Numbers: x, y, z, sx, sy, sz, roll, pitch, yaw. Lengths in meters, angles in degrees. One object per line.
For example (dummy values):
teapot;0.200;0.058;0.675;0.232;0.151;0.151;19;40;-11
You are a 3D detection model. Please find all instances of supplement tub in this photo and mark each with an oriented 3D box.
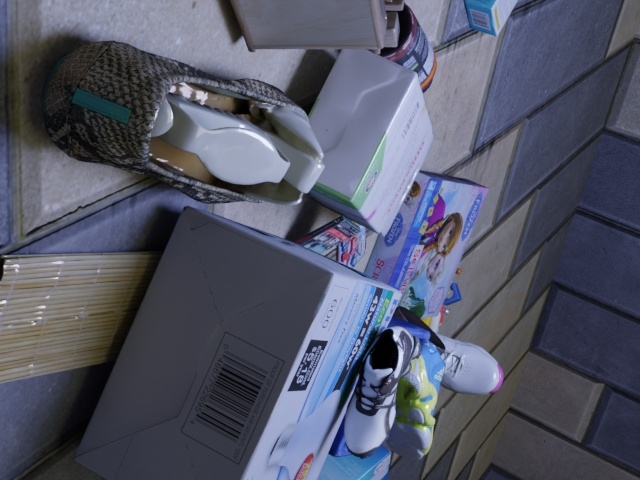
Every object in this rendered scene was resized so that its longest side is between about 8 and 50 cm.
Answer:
supplement tub;0.119;-0.289;1.445;0.106;0.106;0.198;-63;157;-4

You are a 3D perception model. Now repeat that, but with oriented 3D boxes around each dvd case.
dvd case;0.000;0.000;1.505;0.120;0.013;0.087;-30;160;13

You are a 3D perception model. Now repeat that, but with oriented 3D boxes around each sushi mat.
sushi mat;-0.277;0.083;1.089;0.317;0.019;0.151;-1;115;-64

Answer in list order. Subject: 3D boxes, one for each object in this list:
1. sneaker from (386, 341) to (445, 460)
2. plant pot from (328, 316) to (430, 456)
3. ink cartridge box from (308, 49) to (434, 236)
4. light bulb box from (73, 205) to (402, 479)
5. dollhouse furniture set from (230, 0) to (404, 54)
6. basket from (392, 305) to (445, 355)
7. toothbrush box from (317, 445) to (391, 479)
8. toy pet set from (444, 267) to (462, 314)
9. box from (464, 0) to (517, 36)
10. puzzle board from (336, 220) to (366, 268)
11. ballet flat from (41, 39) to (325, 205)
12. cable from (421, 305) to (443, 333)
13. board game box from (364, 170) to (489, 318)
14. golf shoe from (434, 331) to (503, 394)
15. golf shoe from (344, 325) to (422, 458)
sneaker;0.173;0.270;1.592;0.126;0.091;0.240;-46;149;-38
plant pot;0.026;0.216;1.611;0.235;0.212;0.236;-67;157;4
ink cartridge box;0.073;-0.138;1.441;0.207;0.119;0.353;-63;166;-3
light bulb box;-0.092;0.173;1.279;0.357;0.225;0.361;-66;161;2
dollhouse furniture set;0.006;-0.416;1.153;0.303;0.174;0.355;71;24;-58
basket;0.126;0.253;1.845;0.227;0.154;0.204;-49;155;11
toothbrush box;-0.002;0.546;1.923;0.296;0.126;0.216;-32;142;-32
toy pet set;0.336;0.130;2.353;0.122;0.065;0.114;-65;157;-1
box;0.361;-0.521;1.774;0.244;0.060;0.100;-60;156;-10
puzzle board;0.060;0.009;1.730;0.096;0.011;0.128;-46;151;-36
ballet flat;-0.103;-0.108;1.063;0.483;0.182;0.163;4;108;-65
cable;0.280;0.110;2.204;0.139;0.072;0.287;-25;135;-50
board game box;0.215;0.015;1.957;0.318;0.066;0.318;1;113;-59
golf shoe;0.232;0.244;1.961;0.140;0.306;0.115;15;95;-59
golf shoe;0.073;0.211;1.326;0.094;0.077;0.198;37;71;-61
